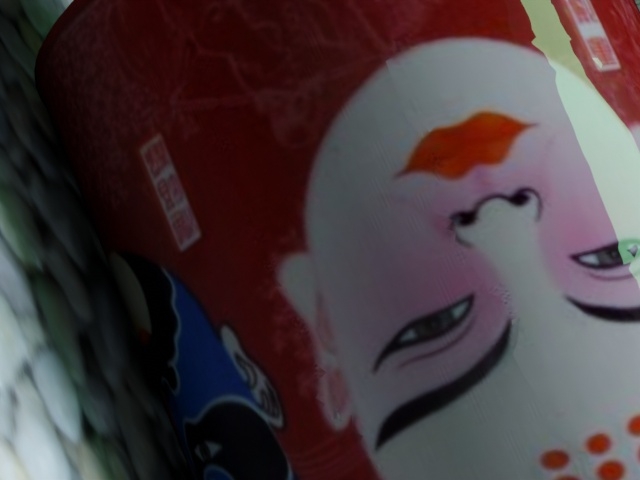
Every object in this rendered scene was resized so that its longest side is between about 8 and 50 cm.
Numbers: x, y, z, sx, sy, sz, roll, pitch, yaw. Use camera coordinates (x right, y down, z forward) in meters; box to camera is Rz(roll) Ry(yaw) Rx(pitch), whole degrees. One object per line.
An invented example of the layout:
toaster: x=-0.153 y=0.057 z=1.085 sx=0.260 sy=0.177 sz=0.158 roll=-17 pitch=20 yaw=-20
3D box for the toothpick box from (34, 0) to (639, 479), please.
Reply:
toothpick box: x=0.057 y=0.059 z=0.635 sx=0.333 sy=0.204 sz=0.204 roll=66 pitch=10 yaw=13
